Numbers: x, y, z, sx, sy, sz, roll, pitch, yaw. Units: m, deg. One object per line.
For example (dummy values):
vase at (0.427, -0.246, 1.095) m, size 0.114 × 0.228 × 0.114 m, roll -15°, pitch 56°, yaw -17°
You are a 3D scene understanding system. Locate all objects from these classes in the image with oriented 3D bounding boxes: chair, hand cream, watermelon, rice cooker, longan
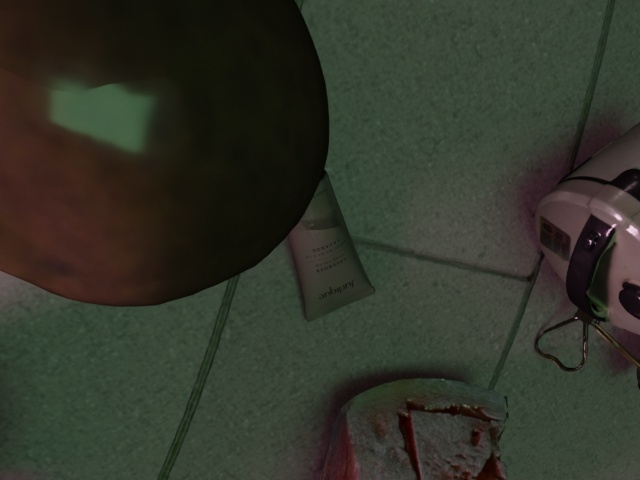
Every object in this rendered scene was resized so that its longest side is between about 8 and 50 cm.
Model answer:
chair at (0.486, 0.149, 0.806) m, size 0.326 × 0.170 × 0.159 m, roll 26°, pitch 101°, yaw 18°
hand cream at (0.000, 0.000, 0.616) m, size 0.087 × 0.054 × 0.186 m, roll -23°, pitch 119°, yaw -10°
watermelon at (0.112, 0.311, 0.663) m, size 0.213 × 0.201 × 0.261 m, roll 10°, pitch 105°, yaw -15°
rice cooker at (0.382, -0.014, 0.667) m, size 0.244 × 0.226 × 0.226 m, roll -39°, pitch 115°, yaw -10°
longan at (-0.158, -0.102, 0.398) m, size 0.350 × 0.288 × 0.288 m, roll 13°, pitch 100°, yaw -20°
